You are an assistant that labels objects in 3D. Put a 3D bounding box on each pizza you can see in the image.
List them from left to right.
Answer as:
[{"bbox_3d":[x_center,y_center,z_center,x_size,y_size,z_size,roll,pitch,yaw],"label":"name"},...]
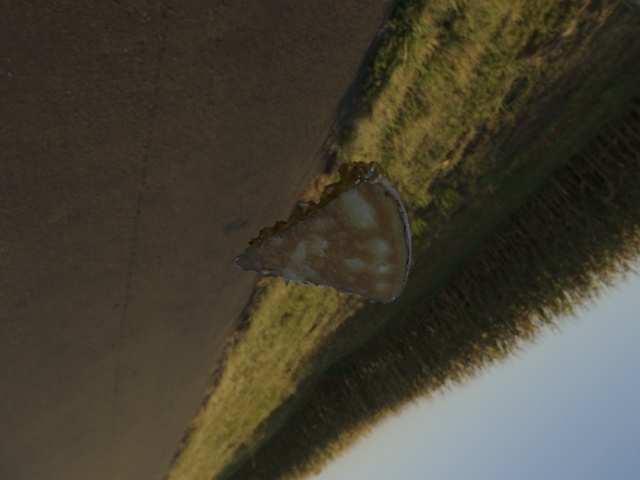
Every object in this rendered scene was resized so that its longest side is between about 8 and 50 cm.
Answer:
[{"bbox_3d":[0.000,0.000,0.618,0.199,0.062,0.188,-7,126,4],"label":"pizza"}]

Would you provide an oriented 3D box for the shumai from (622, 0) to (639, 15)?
[{"bbox_3d":[0.270,-0.245,0.207,0.304,0.309,0.263,-22,180,12],"label":"shumai"}]
